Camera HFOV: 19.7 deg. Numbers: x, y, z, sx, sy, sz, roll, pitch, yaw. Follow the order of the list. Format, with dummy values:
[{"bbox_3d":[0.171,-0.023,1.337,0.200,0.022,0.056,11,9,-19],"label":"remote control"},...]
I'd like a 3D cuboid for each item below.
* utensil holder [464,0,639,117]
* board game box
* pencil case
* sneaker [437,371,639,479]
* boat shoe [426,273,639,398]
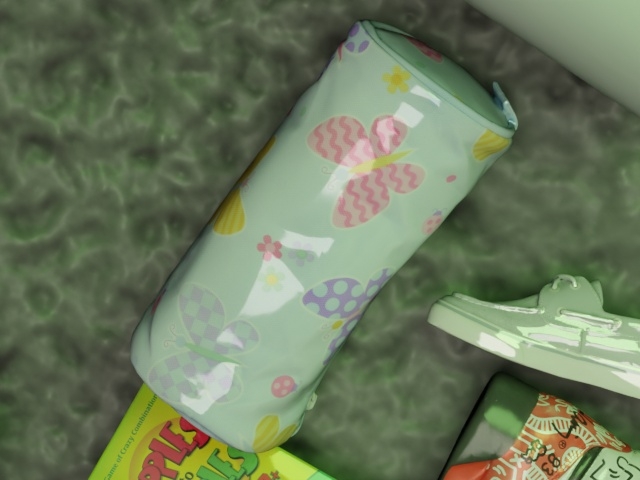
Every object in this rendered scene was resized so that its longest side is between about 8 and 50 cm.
[{"bbox_3d":[0.122,-0.273,0.931,0.385,0.327,0.327,36,105,-1],"label":"utensil holder"},{"bbox_3d":[-0.053,0.170,1.181,0.181,0.043,0.092,29,83,2],"label":"board game box"},{"bbox_3d":[0.000,0.000,1.116,0.124,0.113,0.273,33,106,-9],"label":"pencil case"},{"bbox_3d":[0.113,0.229,1.157,0.145,0.090,0.270,28,102,5],"label":"sneaker"},{"bbox_3d":[0.160,0.054,1.128,0.184,0.066,0.063,16,90,8],"label":"boat shoe"}]
